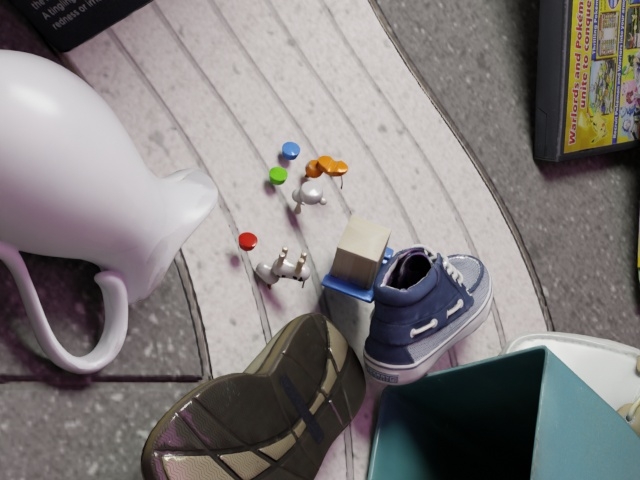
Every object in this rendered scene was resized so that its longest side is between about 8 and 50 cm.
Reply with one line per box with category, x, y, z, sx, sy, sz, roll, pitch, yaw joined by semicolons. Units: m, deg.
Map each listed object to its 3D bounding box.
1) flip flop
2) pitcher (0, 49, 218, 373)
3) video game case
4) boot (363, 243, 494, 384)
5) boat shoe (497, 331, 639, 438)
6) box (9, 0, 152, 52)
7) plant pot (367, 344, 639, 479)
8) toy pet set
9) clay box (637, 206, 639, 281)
flip flop;-0.053;0.134;1.399;0.112;0.080;0.277;61;29;-8
pitcher;-0.186;-0.020;1.315;0.207;0.125;0.178;37;66;-40
video game case;0.293;-0.223;1.809;0.248;0.035;0.275;-12;109;-45
boot;0.093;0.036;1.537;0.190;0.069;0.086;-47;147;-55
boat shoe;0.287;0.139;1.581;0.302;0.103;0.113;18;66;8
box;-0.165;-0.487;1.391;0.472;0.297;0.480;47;48;-20
plant pot;0.173;0.219;1.513;0.234;0.165;0.166;35;52;-36
toy pet set;0.000;0.000;1.526;0.114;0.065;0.122;21;49;6
clay box;0.357;-0.045;1.825;0.127;0.053;0.222;11;78;-47
